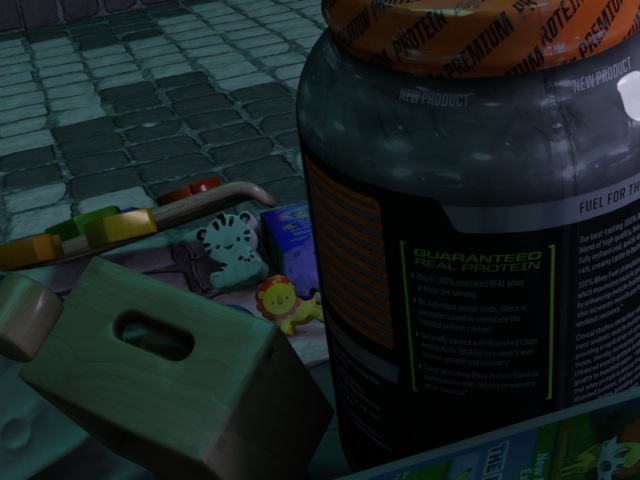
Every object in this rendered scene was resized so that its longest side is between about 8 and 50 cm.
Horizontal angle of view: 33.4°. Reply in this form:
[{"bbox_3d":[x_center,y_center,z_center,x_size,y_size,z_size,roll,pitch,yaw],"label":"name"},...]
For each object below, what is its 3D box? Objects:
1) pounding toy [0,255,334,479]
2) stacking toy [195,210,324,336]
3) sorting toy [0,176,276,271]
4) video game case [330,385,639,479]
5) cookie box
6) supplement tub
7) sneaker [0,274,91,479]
[{"bbox_3d":[-0.108,0.058,0.598,0.181,0.206,0.094,19,67,25],"label":"pounding toy"},{"bbox_3d":[0.036,-0.001,0.765,0.221,0.052,0.167,-21,-20,8],"label":"stacking toy"},{"bbox_3d":[-0.156,-0.020,0.896,0.229,0.041,0.307,-15,1,0],"label":"sorting toy"},{"bbox_3d":[0.005,0.188,0.400,0.300,0.036,0.329,-23,15,26],"label":"video game case"},{"bbox_3d":[0.000,0.000,0.962,0.091,0.040,0.107,-13,23,-9],"label":"cookie box"},{"bbox_3d":[0.091,-0.006,0.566,0.193,0.316,0.193,-5,36,3],"label":"supplement tub"},{"bbox_3d":[-0.308,0.120,0.703,0.322,0.130,0.236,-27,21,-31],"label":"sneaker"}]
